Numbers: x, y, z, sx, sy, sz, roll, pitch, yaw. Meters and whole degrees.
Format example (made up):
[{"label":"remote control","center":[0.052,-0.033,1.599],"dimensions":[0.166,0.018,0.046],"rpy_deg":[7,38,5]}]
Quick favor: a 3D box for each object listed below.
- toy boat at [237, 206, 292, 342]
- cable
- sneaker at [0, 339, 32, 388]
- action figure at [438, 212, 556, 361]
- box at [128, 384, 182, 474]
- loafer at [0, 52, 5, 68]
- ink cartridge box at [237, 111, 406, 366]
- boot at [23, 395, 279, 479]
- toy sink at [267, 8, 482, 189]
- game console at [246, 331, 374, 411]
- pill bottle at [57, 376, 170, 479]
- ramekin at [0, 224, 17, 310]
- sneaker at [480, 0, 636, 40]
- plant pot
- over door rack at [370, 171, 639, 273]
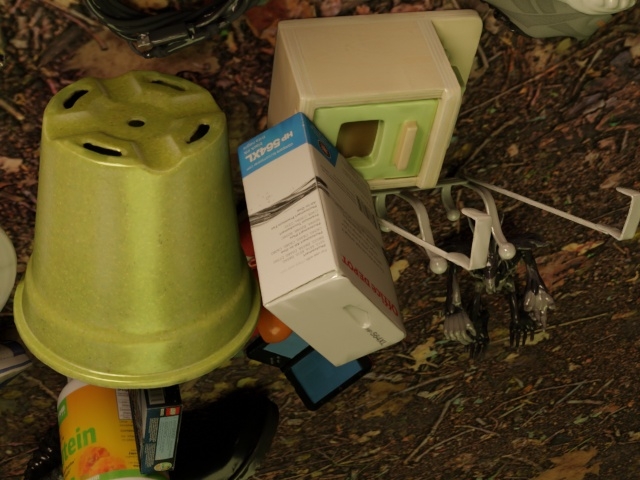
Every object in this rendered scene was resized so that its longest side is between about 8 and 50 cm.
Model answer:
[{"label":"toy boat","center":[-0.073,0.065,1.331],"dimensions":[0.151,0.151,0.231],"rpy_deg":[21,129,-39]},{"label":"cable","center":[-0.132,-0.255,0.997],"dimensions":[0.184,0.047,0.150],"rpy_deg":[-21,138,9]},{"label":"sneaker","center":[-0.511,0.131,1.273],"dimensions":[0.127,0.182,0.315],"rpy_deg":[-36,169,26]},{"label":"action figure","center":[0.252,0.078,1.488],"dimensions":[0.164,0.141,0.276],"rpy_deg":[-10,146,9]},{"label":"box","center":[-0.218,0.153,1.318],"dimensions":[0.044,0.233,0.159],"rpy_deg":[-5,142,-16]},{"label":"loafer","center":[-0.368,-0.216,0.924],"dimensions":[0.087,0.094,0.251],"rpy_deg":[-31,147,-1]},{"label":"ink cartridge box","center":[0.000,0.000,1.030],"dimensions":[0.086,0.203,0.148],"rpy_deg":[-26,139,18]},{"label":"boot","center":[-0.257,0.322,1.611],"dimensions":[0.348,0.131,0.260],"rpy_deg":[-45,116,2]},{"label":"toy sink","center":[0.071,-0.146,1.135],"dimensions":[0.234,0.131,0.153],"rpy_deg":[-6,142,-14]},{"label":"game console","center":[-0.017,0.176,1.549],"dimensions":[0.124,0.085,0.144],"rpy_deg":[24,127,-41]},{"label":"pill bottle","center":[-0.285,0.260,1.418],"dimensions":[0.136,0.246,0.136],"rpy_deg":[-11,142,-8]},{"label":"ramekin","center":[-0.470,0.034,1.098],"dimensions":[0.273,0.127,0.273],"rpy_deg":[-33,153,-19]},{"label":"sneaker","center":[0.203,-0.259,1.073],"dimensions":[0.271,0.100,0.108],"rpy_deg":[7,142,-29]},{"label":"plant pot","center":[-0.194,-0.030,1.105],"dimensions":[0.276,0.276,0.254],"rpy_deg":[-6,130,-14]},{"label":"over door rack","center":[0.161,-0.009,1.186],"dimensions":[0.239,0.324,0.108],"rpy_deg":[-9,102,-32]}]
